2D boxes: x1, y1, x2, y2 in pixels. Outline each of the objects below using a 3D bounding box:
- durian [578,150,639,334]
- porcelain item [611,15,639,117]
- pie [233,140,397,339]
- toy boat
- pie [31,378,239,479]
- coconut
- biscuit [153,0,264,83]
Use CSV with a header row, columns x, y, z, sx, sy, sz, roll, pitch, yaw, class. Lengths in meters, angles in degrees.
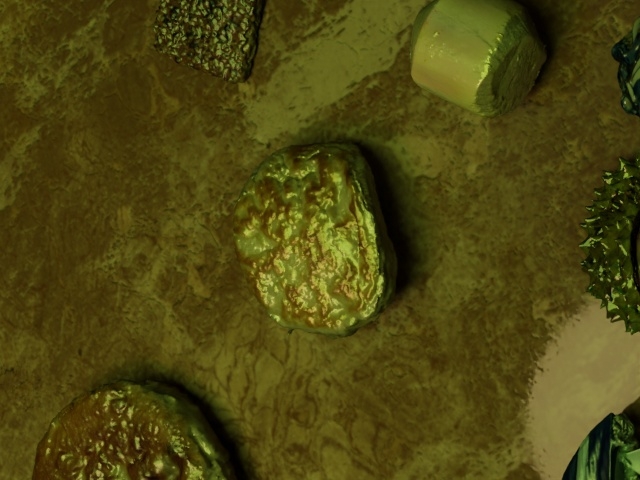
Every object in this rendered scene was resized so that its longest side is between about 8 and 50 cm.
x,y,z,sx,sy,sz,roll,pitch,yaw,class
0.275,0.019,1.603,0.119,0.108,0.186,-12,93,36,durian
0.367,-0.103,1.501,0.186,0.138,0.288,-43,74,44,porcelain item
0.000,0.000,1.807,0.179,0.084,0.205,-18,87,35,pie
0.362,0.254,1.624,0.291,0.067,0.220,-13,92,34,toy boat
-0.212,0.300,2.020,0.315,0.092,0.315,8,103,35,pie
0.140,-0.182,1.656,0.122,0.116,0.116,34,117,27,coconut
-0.110,-0.292,1.858,0.131,0.026,0.237,23,113,27,biscuit
